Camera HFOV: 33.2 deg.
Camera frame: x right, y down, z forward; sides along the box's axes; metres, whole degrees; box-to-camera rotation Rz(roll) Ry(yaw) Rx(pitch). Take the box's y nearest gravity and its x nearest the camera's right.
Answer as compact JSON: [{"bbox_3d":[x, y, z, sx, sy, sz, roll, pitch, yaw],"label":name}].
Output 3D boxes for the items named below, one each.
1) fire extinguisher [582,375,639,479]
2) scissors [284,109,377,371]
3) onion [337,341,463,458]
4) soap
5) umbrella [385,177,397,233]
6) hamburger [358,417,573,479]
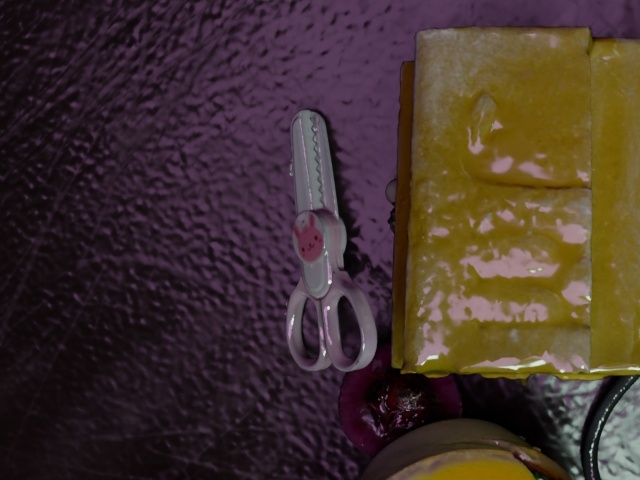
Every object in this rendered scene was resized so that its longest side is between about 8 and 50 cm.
[{"bbox_3d":[0.355,0.138,0.939,0.200,0.113,0.376,20,105,50],"label":"fire extinguisher"},{"bbox_3d":[0.000,0.000,0.986,0.118,0.031,0.242,-6,89,53],"label":"scissors"},{"bbox_3d":[0.073,0.149,0.979,0.115,0.104,0.115,1,82,-5],"label":"onion"},{"bbox_3d":[0.190,-0.024,0.881,0.259,0.143,0.281,0,81,2],"label":"soap"},{"bbox_3d":[0.113,-0.002,0.968,0.143,0.062,0.067,46,118,-5],"label":"umbrella"},{"bbox_3d":[0.116,0.302,0.937,0.227,0.151,0.295,5,115,-16],"label":"hamburger"}]
